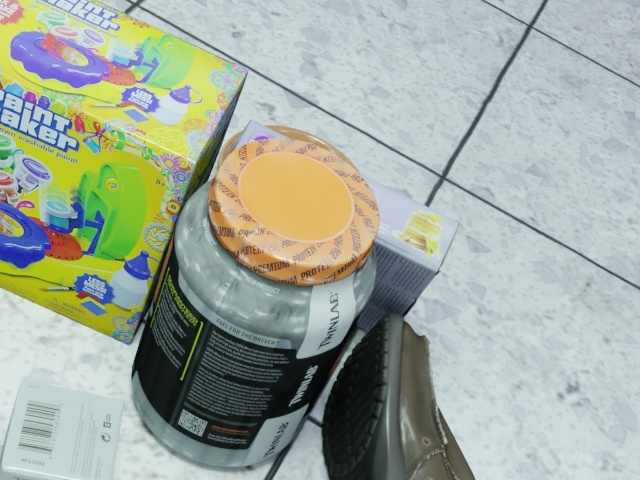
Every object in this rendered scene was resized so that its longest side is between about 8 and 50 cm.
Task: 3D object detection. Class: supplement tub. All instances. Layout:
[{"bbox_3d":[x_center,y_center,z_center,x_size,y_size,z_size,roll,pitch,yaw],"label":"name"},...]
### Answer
[{"bbox_3d":[-0.064,0.063,1.148,0.193,0.316,0.194,11,48,-13],"label":"supplement tub"}]

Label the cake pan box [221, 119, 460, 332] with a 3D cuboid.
[{"bbox_3d":[0.000,0.000,1.304,0.245,0.267,0.070,28,66,1],"label":"cake pan box"}]

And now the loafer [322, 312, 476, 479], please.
[{"bbox_3d":[0.086,0.240,1.211,0.130,0.134,0.366,21,46,-21],"label":"loafer"}]

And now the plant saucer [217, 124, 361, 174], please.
[{"bbox_3d":[-0.037,-0.066,1.506,0.199,0.037,0.200,14,44,-14],"label":"plant saucer"}]

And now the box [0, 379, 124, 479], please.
[{"bbox_3d":[-0.243,0.201,1.098,0.101,0.087,0.101,14,43,-14],"label":"box"}]

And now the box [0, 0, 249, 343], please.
[{"bbox_3d":[-0.267,-0.091,1.237,0.289,0.279,0.177,24,41,-2],"label":"box"}]
